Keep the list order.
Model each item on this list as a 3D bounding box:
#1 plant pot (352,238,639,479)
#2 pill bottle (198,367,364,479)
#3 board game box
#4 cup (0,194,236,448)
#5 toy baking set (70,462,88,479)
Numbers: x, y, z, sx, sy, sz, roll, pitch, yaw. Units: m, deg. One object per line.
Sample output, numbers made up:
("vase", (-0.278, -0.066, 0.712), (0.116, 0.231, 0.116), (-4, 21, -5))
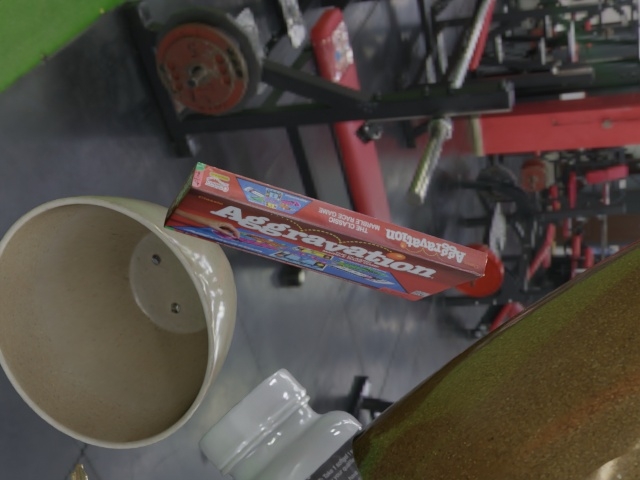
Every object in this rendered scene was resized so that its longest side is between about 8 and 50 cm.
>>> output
("plant pot", (0.189, 0.097, 0.404), (0.254, 0.237, 0.237), (-46, 153, 4))
("pill bottle", (0.016, 0.301, 0.870), (0.318, 0.176, 0.176), (48, 21, 10))
("board game box", (0.000, 0.000, 0.765), (0.145, 0.281, 0.027), (144, -40, -65))
("cup", (-0.248, 0.083, 1.105), (0.237, 0.331, 0.331), (-35, 122, -68))
("toy baking set", (-0.503, 0.618, 1.734), (0.030, 0.197, 0.256), (-11, 96, -27))
